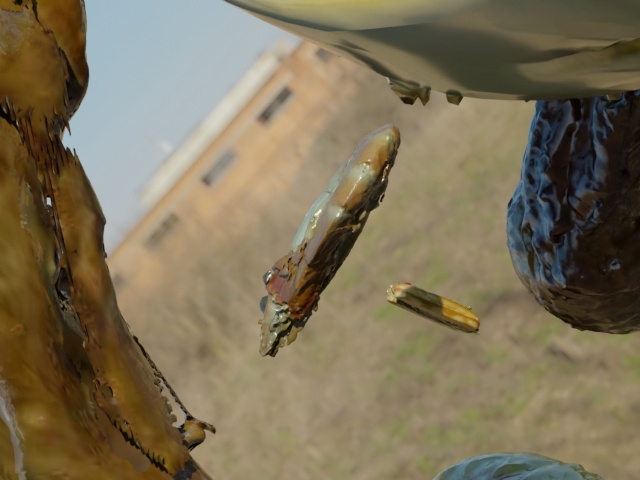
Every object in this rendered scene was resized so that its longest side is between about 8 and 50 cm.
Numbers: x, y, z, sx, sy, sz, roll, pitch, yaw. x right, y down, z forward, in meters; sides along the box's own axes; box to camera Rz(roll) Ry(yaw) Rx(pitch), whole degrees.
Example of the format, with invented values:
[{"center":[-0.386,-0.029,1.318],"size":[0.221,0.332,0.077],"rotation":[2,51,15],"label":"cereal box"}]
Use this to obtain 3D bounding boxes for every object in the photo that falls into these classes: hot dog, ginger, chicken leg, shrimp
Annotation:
[{"center":[0.091,0.051,1.506],"size":[0.037,0.083,0.021],"rotation":[-19,51,62],"label":"hot dog"},{"center":[-0.104,0.032,0.711],"size":[0.133,0.309,0.107],"rotation":[-17,-7,-2],"label":"ginger"},{"center":[0.146,-0.045,0.755],"size":[0.177,0.083,0.322],"rotation":[-28,-35,-25],"label":"chicken leg"},{"center":[0.000,0.000,1.242],"size":[0.184,0.043,0.091],"rotation":[-61,-2,28],"label":"shrimp"}]

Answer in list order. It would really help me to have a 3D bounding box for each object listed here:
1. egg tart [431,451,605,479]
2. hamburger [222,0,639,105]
[{"center":[0.076,0.346,1.358],"size":[0.443,0.178,0.443],"rotation":[-39,14,11],"label":"egg tart"},{"center":[0.058,-0.171,0.500],"size":[0.179,0.294,0.276],"rotation":[4,-84,-52],"label":"hamburger"}]
